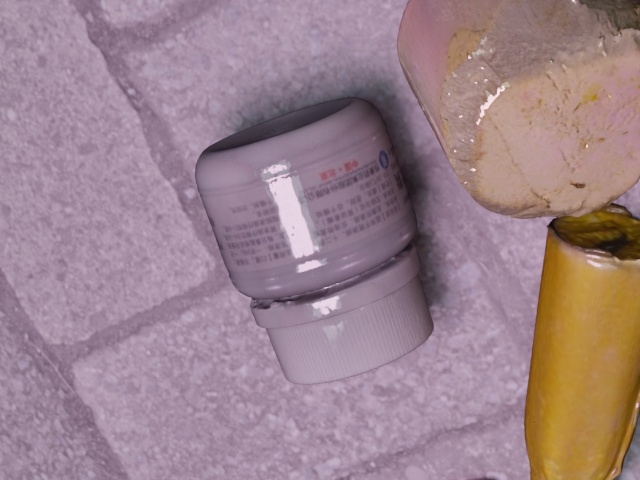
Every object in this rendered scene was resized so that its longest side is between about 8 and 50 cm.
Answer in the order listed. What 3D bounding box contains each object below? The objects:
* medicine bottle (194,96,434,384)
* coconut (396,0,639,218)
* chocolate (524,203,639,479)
[{"bbox_3d":[0.000,0.000,1.915,0.245,0.245,0.306,-14,102,23],"label":"medicine bottle"},{"bbox_3d":[0.238,-0.205,1.742,0.298,0.309,0.297,-7,130,-9],"label":"coconut"},{"bbox_3d":[0.329,0.182,1.920,0.162,0.162,0.445,13,114,16],"label":"chocolate"}]
